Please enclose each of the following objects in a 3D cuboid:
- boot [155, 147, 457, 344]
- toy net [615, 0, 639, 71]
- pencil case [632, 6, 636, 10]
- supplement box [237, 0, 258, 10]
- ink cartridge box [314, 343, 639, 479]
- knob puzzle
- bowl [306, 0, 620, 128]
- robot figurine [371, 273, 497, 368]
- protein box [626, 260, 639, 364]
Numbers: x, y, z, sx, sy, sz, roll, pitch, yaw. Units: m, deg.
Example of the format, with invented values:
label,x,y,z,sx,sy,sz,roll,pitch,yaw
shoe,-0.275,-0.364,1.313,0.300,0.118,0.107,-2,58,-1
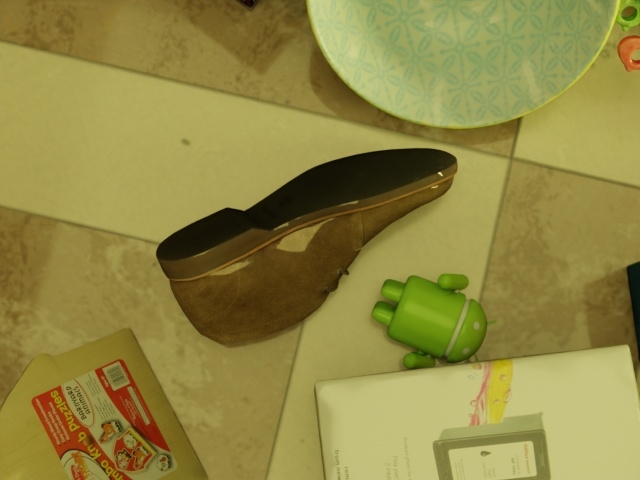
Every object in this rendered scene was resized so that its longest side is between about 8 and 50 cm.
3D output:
label,x,y,z,sx,sy,sz,roll,pitch,yaw
boot,0.000,0.000,1.153,0.305,0.112,0.115,-23,113,-7
toy net,0.364,-0.156,1.128,0.122,0.045,0.232,-24,120,16
pencil case,0.309,-0.351,1.174,0.124,0.124,0.284,-29,82,-4
supplement box,-0.101,-0.315,1.107,0.130,0.239,0.073,37,84,5
ink cartridge box,0.138,0.209,1.057,0.270,0.198,0.197,-7,82,-2
knob puzzle,-0.225,0.195,1.104,0.213,0.030,0.213,15,60,-28
bowl,0.132,-0.268,1.128,0.289,0.289,0.156,4,39,0
robot figurine,0.109,0.076,1.140,0.115,0.067,0.101,23,100,3
protein box,0.381,0.102,1.069,0.136,0.201,0.200,-6,82,-1
